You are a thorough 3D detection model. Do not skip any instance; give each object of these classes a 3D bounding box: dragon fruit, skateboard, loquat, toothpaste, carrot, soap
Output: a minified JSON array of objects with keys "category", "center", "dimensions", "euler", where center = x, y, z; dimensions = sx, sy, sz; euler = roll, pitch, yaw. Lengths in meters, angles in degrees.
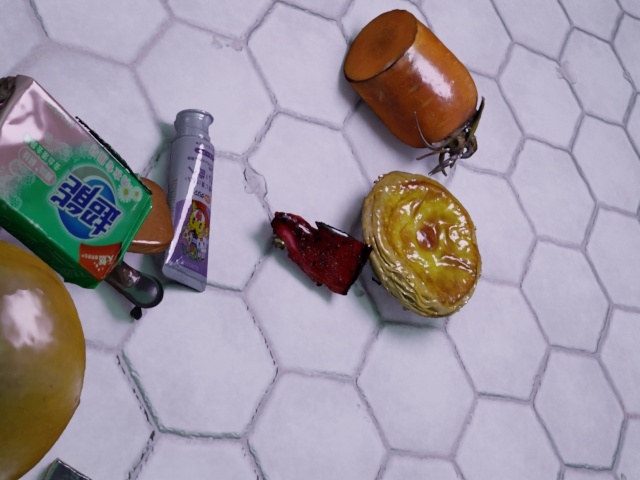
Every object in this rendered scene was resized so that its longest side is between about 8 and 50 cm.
[{"category":"dragon fruit","center":[-0.009,0.017,1.701],"dimensions":[0.192,0.122,0.092],"euler":[34,71,-24]},{"category":"skateboard","center":[-0.305,0.049,1.490],"dimensions":[0.151,0.080,0.067],"euler":[41,59,-13]},{"category":"loquat","center":[-0.445,0.155,1.216],"dimensions":[0.359,0.328,0.329],"euler":[29,43,-76]},{"category":"toothpaste","center":[-0.216,-0.071,1.611],"dimensions":[0.114,0.073,0.299],"euler":[34,52,-56]},{"category":"carrot","center":[0.205,-0.287,1.922],"dimensions":[0.331,0.193,0.214],"euler":[47,10,-16]},{"category":"soap","center":[-0.361,-0.072,1.283],"dimensions":[0.273,0.098,0.218],"euler":[50,60,-42]}]

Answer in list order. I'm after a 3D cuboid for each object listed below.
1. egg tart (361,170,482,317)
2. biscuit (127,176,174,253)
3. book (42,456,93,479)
[{"category":"egg tart","center":[0.177,0.012,1.837],"dimensions":[0.294,0.116,0.295],"euler":[14,63,-29]},{"category":"biscuit","center":[-0.317,-0.053,1.496],"dimensions":[0.186,0.036,0.192],"euler":[13,32,-27]},{"category":"book","center":[-0.341,0.520,1.306],"dimensions":[0.262,0.028,0.374],"euler":[39,53,-20]}]
